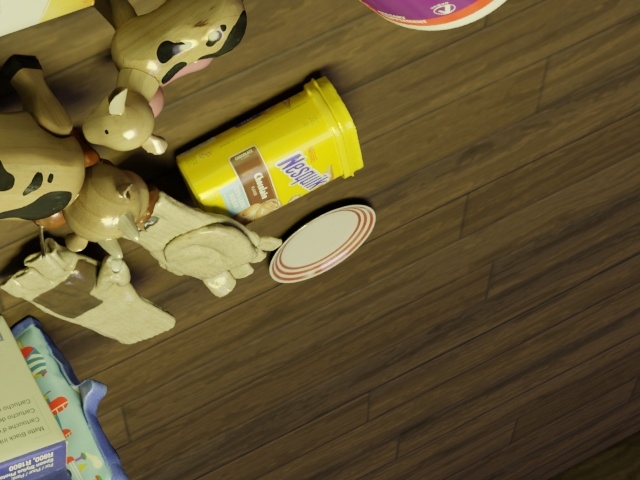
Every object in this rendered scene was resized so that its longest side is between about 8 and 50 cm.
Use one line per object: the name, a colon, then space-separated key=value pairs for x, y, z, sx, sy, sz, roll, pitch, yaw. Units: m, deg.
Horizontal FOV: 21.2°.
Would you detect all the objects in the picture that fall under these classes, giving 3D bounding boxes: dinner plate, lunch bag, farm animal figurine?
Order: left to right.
lunch bag: x=-0.330 y=0.241 z=1.802 sx=0.293 sy=0.221 sz=0.138 roll=-39 pitch=155 yaw=16
farm animal figurine: x=-0.209 y=-0.078 z=1.399 sx=0.327 sy=0.172 sz=0.330 roll=-13 pitch=150 yaw=-35
dinner plate: x=0.000 y=0.000 z=1.982 sx=0.141 sy=0.017 sz=0.141 roll=-26 pitch=156 yaw=-12

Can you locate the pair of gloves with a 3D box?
pair of gloves: x=-0.182 y=0.025 z=1.703 sx=0.240 sy=0.042 sz=0.204 roll=-28 pitch=145 yaw=30

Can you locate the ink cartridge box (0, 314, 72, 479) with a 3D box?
ink cartridge box: x=-0.370 y=0.201 z=1.677 sx=0.223 sy=0.224 sz=0.045 roll=-19 pitch=153 yaw=-28

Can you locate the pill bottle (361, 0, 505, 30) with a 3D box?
pill bottle: x=0.040 y=-0.286 z=1.286 sx=0.181 sy=0.181 sz=0.323 roll=-38 pitch=155 yaw=14

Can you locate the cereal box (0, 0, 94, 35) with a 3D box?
cereal box: x=-0.281 y=-0.200 z=1.234 sx=0.240 sy=0.047 sz=0.173 roll=-23 pitch=154 yaw=-18

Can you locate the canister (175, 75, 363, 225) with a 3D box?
canister: x=-0.051 y=-0.079 z=1.706 sx=0.170 sy=0.073 sz=0.126 roll=-28 pitch=156 yaw=-5
